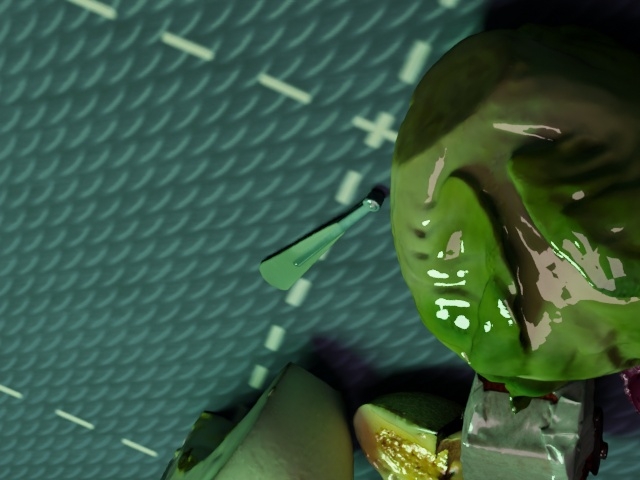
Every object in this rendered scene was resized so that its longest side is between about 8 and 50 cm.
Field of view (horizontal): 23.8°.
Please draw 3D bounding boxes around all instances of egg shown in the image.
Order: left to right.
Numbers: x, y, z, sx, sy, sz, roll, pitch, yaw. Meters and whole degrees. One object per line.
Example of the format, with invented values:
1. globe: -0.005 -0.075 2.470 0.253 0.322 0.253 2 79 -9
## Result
1. egg: -0.059 0.262 1.571 0.162 0.206 0.271 37 140 -10

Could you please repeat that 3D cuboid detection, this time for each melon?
1. melon: 0.099 0.191 1.525 0.128 0.079 0.160 30 148 21

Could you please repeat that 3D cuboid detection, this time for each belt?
1. belt: 0.202 0.173 1.394 0.124 0.128 0.201 10 149 15

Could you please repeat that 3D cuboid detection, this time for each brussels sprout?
1. brussels sprout: 0.184 -0.012 1.100 0.294 0.227 0.259 43 125 -14

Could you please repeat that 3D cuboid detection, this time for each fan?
1. fan: 0.000 0.000 1.377 0.038 0.016 0.193 35 142 -13

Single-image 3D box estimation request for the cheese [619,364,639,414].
1. cheese: 0.302 0.130 1.365 0.145 0.038 0.095 39 141 -6
